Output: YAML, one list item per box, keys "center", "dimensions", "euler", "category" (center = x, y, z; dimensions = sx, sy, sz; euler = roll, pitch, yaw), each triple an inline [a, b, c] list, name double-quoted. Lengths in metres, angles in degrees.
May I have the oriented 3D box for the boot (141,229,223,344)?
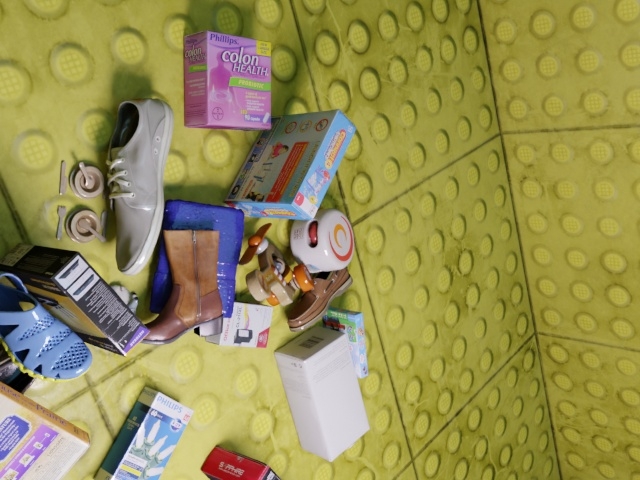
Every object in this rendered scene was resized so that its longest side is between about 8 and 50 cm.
- center: [-0.369, 0.112, 1.687]
  dimensions: [0.264, 0.096, 0.280]
  euler: [-5, 95, -25]
  category: "boot"

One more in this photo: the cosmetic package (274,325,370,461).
- center: [0.009, 0.484, 2.133]
  dimensions: [0.197, 0.155, 0.365]
  euler: [-27, 112, -39]
  category: "cosmetic package"

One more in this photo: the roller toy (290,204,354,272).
- center: [0.000, 0.000, 2.073]
  dimensions: [0.191, 0.146, 0.209]
  euler: [-51, 124, -51]
  category: "roller toy"

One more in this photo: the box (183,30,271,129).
- center: [-0.251, -0.426, 1.824]
  dimensions: [0.214, 0.117, 0.242]
  euler: [-4, 96, -44]
  category: "box"

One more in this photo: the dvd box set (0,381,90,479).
- center: [-0.731, 0.415, 1.337]
  dimensions: [0.420, 0.062, 0.307]
  euler: [42, 85, -27]
  category: "dvd box set"

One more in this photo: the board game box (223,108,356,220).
- center: [-0.089, -0.210, 1.871]
  dimensions: [0.086, 0.302, 0.308]
  euler: [40, 67, -39]
  category: "board game box"

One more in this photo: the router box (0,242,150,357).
- center: [-0.545, 0.124, 1.460]
  dimensions: [0.081, 0.309, 0.243]
  euler: [-52, 125, -29]
  category: "router box"

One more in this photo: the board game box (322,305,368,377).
- center: [0.078, 0.328, 2.181]
  dimensions: [0.039, 0.160, 0.211]
  euler: [-17, 105, -41]
  category: "board game box"

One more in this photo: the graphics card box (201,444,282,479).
- center: [-0.158, 0.758, 1.945]
  dimensions: [0.094, 0.233, 0.371]
  euler: [-55, 128, -31]
  category: "graphics card box"

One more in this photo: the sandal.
- center: [-0.618, 0.177, 1.412]
  dimensions: [0.317, 0.138, 0.126]
  euler: [37, 42, -5]
  category: "sandal"

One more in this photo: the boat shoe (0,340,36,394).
- center: [-0.735, 0.347, 1.420]
  dimensions: [0.355, 0.130, 0.132]
  euler: [-56, 127, -25]
  category: "boat shoe"

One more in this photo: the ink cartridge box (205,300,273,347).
- center: [-0.233, 0.241, 1.933]
  dimensions: [0.175, 0.072, 0.127]
  euler: [12, 85, -44]
  category: "ink cartridge box"

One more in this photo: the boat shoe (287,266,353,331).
- center: [-0.018, 0.164, 2.121]
  dimensions: [0.307, 0.111, 0.104]
  euler: [-45, 119, -43]
  category: "boat shoe"

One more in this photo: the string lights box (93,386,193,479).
- center: [-0.456, 0.530, 1.743]
  dimensions: [0.133, 0.077, 0.259]
  euler: [41, 66, -37]
  category: "string lights box"

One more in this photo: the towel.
- center: [-0.330, 0.052, 1.797]
  dimensions: [0.228, 0.076, 0.308]
  euler: [8, 90, -28]
  category: "towel"

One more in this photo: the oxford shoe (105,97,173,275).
- center: [-0.458, -0.140, 1.621]
  dimensions: [0.130, 0.169, 0.449]
  euler: [15, 76, -47]
  category: "oxford shoe"

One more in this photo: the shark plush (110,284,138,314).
- center: [-0.506, 0.193, 1.701]
  dimensions: [0.067, 0.073, 0.161]
  euler: [5, 106, -20]
  category: "shark plush"

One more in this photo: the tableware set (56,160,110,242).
- center: [-0.559, -0.089, 1.612]
  dimensions: [0.128, 0.039, 0.194]
  euler: [4, 91, -44]
  category: "tableware set"

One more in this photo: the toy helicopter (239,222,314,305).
- center: [-0.147, 0.081, 1.878]
  dimensions: [0.234, 0.140, 0.355]
  euler: [64, 11, -4]
  category: "toy helicopter"
